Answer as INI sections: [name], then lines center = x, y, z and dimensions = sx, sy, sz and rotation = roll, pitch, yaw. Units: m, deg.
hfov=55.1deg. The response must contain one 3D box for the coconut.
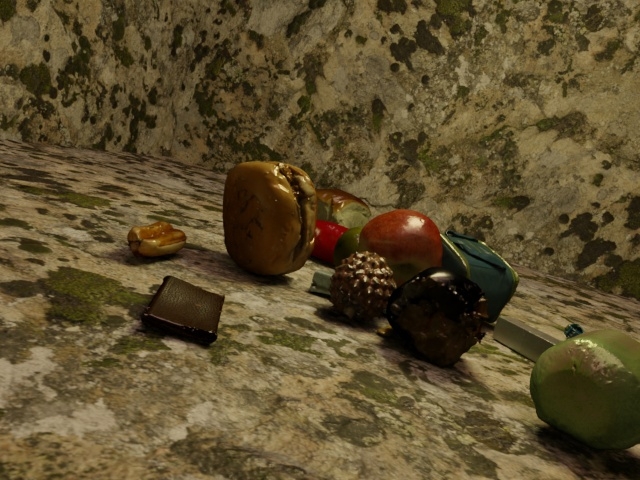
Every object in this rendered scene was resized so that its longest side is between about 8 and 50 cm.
[coconut]
center = 0.488, 0.262, 1.073
dimensions = 0.236, 0.204, 0.236
rotation = -17, -21, -7

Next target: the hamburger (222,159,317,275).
[hamburger]
center = -0.148, -0.059, 1.634
dimensions = 0.174, 0.304, 0.284
rotation = -6, 13, -41

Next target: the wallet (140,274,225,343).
[wallet]
center = -0.251, 0.128, 1.152
dimensions = 0.133, 0.039, 0.243
rotation = 20, 8, -10

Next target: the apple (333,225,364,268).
[apple]
center = 0.130, 0.051, 1.830
dimensions = 0.197, 0.156, 0.196
rotation = 21, 21, -9

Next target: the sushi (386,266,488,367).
[sushi]
center = 0.256, 0.160, 1.344
dimensions = 0.200, 0.213, 0.204
rotation = 52, 26, 5

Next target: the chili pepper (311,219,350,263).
[chili pepper]
center = 0.000, -0.004, 2.042
dimensions = 0.338, 0.134, 0.131
rotation = 22, 14, 31

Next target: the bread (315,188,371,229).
[bread]
center = 0.039, -0.084, 2.308
dimensions = 0.279, 0.224, 0.250
rotation = 16, 7, 34

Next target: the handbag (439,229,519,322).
[handbag]
center = 0.396, 0.101, 1.763
dimensions = 0.241, 0.222, 0.263
rotation = 8, 27, -37

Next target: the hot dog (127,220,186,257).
[hot dog]
center = -0.405, 0.004, 1.516
dimensions = 0.102, 0.076, 0.249
rotation = 28, 9, 2

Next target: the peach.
[peach]
center = 0.210, 0.025, 1.649
dimensions = 0.233, 0.232, 0.256
rotation = 14, 23, -8

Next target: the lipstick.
[lipstick]
center = 0.567, 0.276, 1.511
dimensions = 0.066, 0.068, 0.317
rotation = 8, 12, -33

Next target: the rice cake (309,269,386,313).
[rice cake]
center = 0.136, 0.150, 1.575
dimensions = 0.337, 0.062, 0.066
rotation = 17, 5, 12

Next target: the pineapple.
[pineapple]
center = 0.096, 0.120, 1.446
dimensions = 0.166, 0.166, 0.193
rotation = 18, 40, 14

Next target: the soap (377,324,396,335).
[soap]
center = 0.158, 0.208, 1.415
dimensions = 0.034, 0.012, 0.089
rotation = 21, 11, 28

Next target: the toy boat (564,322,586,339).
[toy boat]
center = 0.755, 0.280, 1.821
dimensions = 0.061, 0.060, 0.137
rotation = 35, 15, -2
